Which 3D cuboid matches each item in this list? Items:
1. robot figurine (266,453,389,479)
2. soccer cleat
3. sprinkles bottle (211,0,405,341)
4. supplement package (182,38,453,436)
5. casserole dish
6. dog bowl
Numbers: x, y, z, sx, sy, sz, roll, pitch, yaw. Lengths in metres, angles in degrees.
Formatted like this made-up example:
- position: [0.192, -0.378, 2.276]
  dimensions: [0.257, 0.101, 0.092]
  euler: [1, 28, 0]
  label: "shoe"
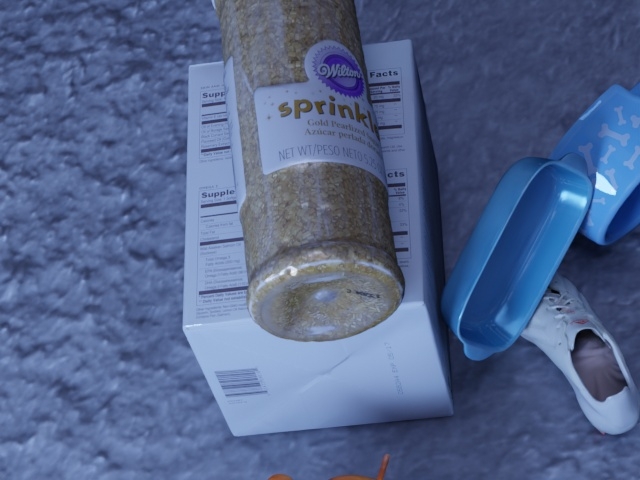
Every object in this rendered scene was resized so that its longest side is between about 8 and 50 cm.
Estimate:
- position: [0.002, 0.271, 1.478]
  dimensions: [0.219, 0.128, 0.158]
  euler: [-43, 60, -17]
  label: "robot figurine"
- position: [0.211, 0.077, 1.593]
  dimensions: [0.068, 0.076, 0.196]
  euler: [-28, 57, -8]
  label: "soccer cleat"
- position: [-0.015, -0.097, 1.479]
  dimensions: [0.121, 0.121, 0.355]
  euler: [-10, 57, 4]
  label: "sprinkles bottle"
- position: [0.000, 0.000, 1.607]
  dimensions: [0.198, 0.199, 0.262]
  euler: [-6, 57, 8]
  label: "supplement package"
- position: [0.157, 0.008, 1.547]
  dimensions: [0.037, 0.114, 0.188]
  euler: [32, 97, 33]
  label: "casserole dish"
- position: [0.311, -0.109, 1.649]
  dimensions: [0.297, 0.166, 0.074]
  euler: [-40, 72, -15]
  label: "dog bowl"
